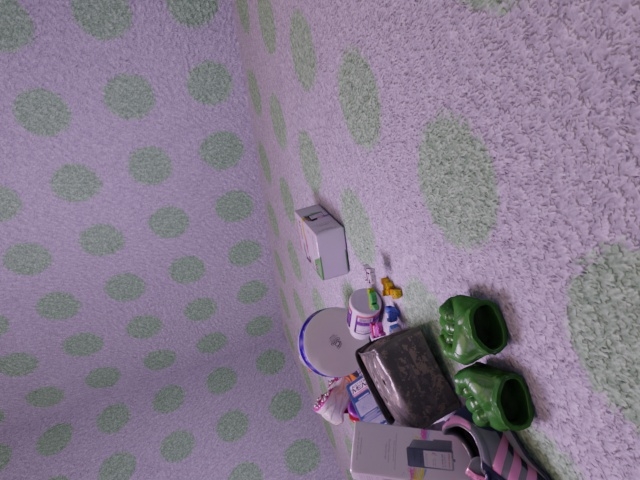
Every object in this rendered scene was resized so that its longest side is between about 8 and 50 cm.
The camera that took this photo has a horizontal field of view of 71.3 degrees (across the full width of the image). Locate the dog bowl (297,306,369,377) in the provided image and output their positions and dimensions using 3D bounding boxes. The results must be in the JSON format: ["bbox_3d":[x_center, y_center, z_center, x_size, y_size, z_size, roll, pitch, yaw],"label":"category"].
[{"bbox_3d":[0.050,0.390,1.715,0.104,0.265,0.265,134,119,-71],"label":"dog bowl"}]

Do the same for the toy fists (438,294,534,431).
[{"bbox_3d":[0.319,0.248,0.908,0.142,0.096,0.279,143,109,-75],"label":"toy fists"}]

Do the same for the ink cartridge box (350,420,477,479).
[{"bbox_3d":[0.259,0.539,1.075,0.207,0.354,0.119,77,-161,-53],"label":"ink cartridge box"}]

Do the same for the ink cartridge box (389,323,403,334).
[{"bbox_3d":[0.243,0.302,1.373,0.083,0.028,0.048,-127,25,-52],"label":"ink cartridge box"}]

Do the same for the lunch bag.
[{"bbox_3d":[0.218,0.387,1.257,0.235,0.169,0.287,63,163,11],"label":"lunch bag"}]

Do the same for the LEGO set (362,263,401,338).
[{"bbox_3d":[0.194,0.180,1.326,0.093,0.087,0.227,-179,79,-72],"label":"LEGO set"}]

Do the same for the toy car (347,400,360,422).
[{"bbox_3d":[0.176,0.678,1.811,0.159,0.136,0.182,-123,22,-49],"label":"toy car"}]

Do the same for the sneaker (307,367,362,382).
[{"bbox_3d":[0.037,0.505,1.835,0.321,0.180,0.124,60,159,-13],"label":"sneaker"}]

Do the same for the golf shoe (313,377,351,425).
[{"bbox_3d":[0.092,0.659,1.915,0.140,0.306,0.115,46,132,3],"label":"golf shoe"}]

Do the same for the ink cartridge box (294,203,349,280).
[{"bbox_3d":[0.000,0.000,1.770,0.278,0.117,0.201,-131,29,-60],"label":"ink cartridge box"}]

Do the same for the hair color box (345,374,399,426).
[{"bbox_3d":[0.226,0.611,1.441,0.174,0.105,0.347,35,-158,-46],"label":"hair color box"}]

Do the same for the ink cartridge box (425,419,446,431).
[{"bbox_3d":[0.344,0.631,1.226,0.160,0.093,0.219,91,158,-52],"label":"ink cartridge box"}]

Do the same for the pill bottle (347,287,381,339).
[{"bbox_3d":[0.146,0.259,1.529,0.193,0.108,0.108,92,157,-49],"label":"pill bottle"}]

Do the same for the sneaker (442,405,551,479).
[{"bbox_3d":[0.370,0.483,0.896,0.319,0.131,0.112,-123,23,-48],"label":"sneaker"}]

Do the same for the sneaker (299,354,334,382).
[{"bbox_3d":[0.072,0.581,2.130,0.315,0.182,0.127,32,147,24],"label":"sneaker"}]
